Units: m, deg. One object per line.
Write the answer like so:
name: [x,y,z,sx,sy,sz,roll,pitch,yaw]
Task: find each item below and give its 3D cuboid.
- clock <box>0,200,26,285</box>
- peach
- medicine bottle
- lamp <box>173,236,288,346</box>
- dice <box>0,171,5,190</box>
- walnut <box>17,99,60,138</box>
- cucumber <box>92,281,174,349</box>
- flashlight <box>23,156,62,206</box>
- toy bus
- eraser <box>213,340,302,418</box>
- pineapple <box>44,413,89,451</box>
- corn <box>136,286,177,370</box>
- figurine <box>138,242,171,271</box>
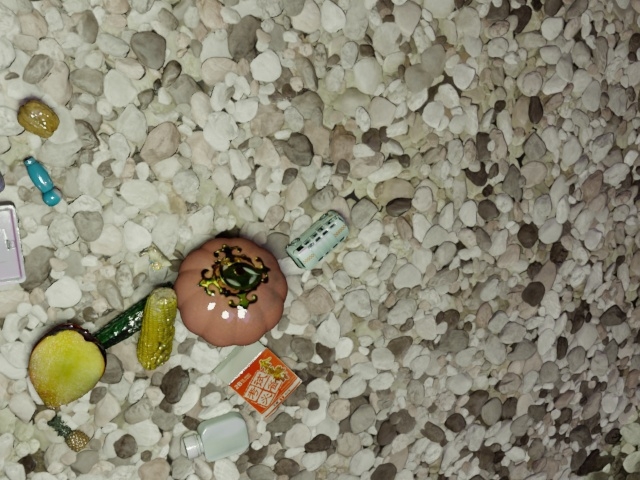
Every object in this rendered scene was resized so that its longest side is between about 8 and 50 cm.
clock: [-0.800,0.011,1.730,0.150,0.063,0.197,-9,107,-21]
peach: [-0.659,0.320,1.862,0.189,0.068,0.279,23,113,-18]
medicine bottle: [-0.305,0.579,2.088,0.183,0.069,0.119,-15,110,-20]
lamp: [-0.240,0.143,1.905,0.305,0.239,0.305,6,62,-11]
dice: [-0.854,-0.183,1.517,0.270,0.271,0.270,-24,98,-17]
walnut: [-0.672,-0.289,1.700,0.096,0.082,0.079,35,116,-28]
cucumber: [-0.505,0.216,1.910,0.293,0.067,0.067,-35,114,-11]
flashlight: [-0.681,-0.143,1.749,0.051,0.051,0.129,-34,112,-12]
toy bus: [0.000,0.000,2.055,0.194,0.089,0.087,-41,116,-10]
eraser: [-0.183,0.400,2.110,0.157,0.038,0.230,-45,117,-6]
pineapple: [-0.684,0.516,1.927,0.124,0.058,0.058,45,84,-12]
corn: [-0.425,0.232,1.864,0.097,0.097,0.320,-4,140,-22]
figurine: [-0.440,0.050,1.909,0.050,0.047,0.083,-34,122,5]
